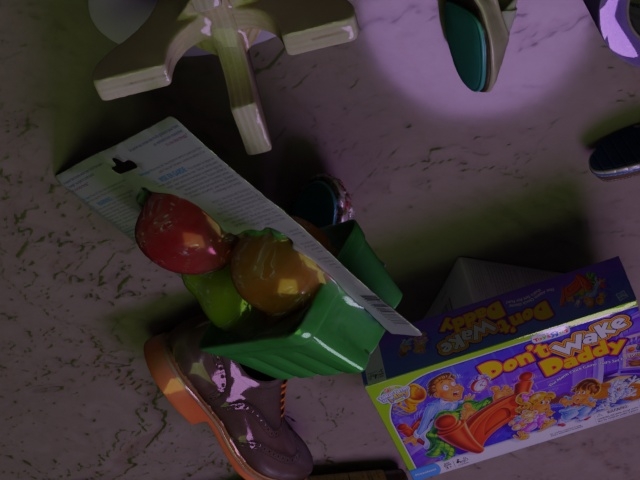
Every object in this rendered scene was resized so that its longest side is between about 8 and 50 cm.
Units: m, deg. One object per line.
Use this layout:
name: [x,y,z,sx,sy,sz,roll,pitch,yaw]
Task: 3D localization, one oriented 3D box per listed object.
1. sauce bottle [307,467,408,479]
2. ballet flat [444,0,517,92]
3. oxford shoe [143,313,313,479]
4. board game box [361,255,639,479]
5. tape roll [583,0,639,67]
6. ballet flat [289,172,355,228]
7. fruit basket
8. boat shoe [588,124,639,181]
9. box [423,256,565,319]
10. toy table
sauce bottle: [-0.035,0.416,1.928,0.344,0.111,0.111,-6,135,-7]
ballet flat: [0.165,-0.263,1.315,0.086,0.086,0.248,-17,135,5]
oxford shoe: [-0.086,0.226,1.717,0.133,0.130,0.363,-32,134,9]
board game box: [0.246,0.172,1.632,0.347,0.078,0.233,-19,135,8]
tape roll: [0.373,-0.279,1.337,0.189,0.080,0.189,-6,135,-6]
ballet flat: [0.000,0.000,1.552,0.077,0.091,0.241,-22,150,-35]
fruit basket: [-0.092,0.002,1.386,0.353,0.165,0.327,45,152,-17]
boat shoe: [0.417,-0.105,1.529,0.183,0.066,0.066,-19,137,7]
box: [0.244,0.107,1.688,0.170,0.091,0.130,9,132,-20]
toy table: [-0.094,-0.226,1.234,0.274,0.161,0.252,-22,135,12]
